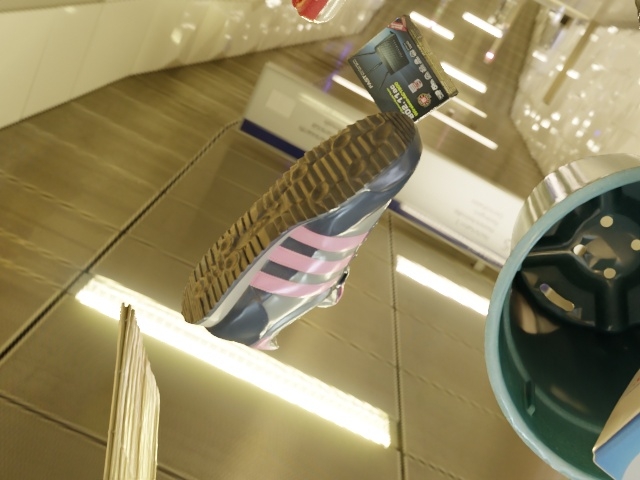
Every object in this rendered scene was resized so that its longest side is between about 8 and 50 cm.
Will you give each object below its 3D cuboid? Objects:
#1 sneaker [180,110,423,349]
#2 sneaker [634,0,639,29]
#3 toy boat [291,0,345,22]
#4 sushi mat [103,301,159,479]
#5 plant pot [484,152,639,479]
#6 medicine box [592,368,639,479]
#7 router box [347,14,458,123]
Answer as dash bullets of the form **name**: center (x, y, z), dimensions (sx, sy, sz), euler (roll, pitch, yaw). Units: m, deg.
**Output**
- **sneaker**: center (0.000, 0.000, 0.753), dimensions (0.131, 0.319, 0.112), euler (35, -153, -35)
- **sneaker**: center (0.380, -0.261, 0.443), dimensions (0.169, 0.448, 0.257), euler (38, 158, -23)
- **toy boat**: center (-0.008, -0.472, 1.144), dimensions (0.151, 0.231, 0.151), euler (14, -121, -23)
- **sushi mat**: center (-0.163, 0.210, 0.616), dimensions (0.019, 0.152, 0.317), euler (-6, -142, -6)
- **plant pot**: center (0.355, 0.052, 0.806), dimensions (0.341, 0.341, 0.334), euler (29, -161, 2)
- **medicine box**: center (0.373, 0.130, 0.434), dimensions (0.289, 0.264, 0.149), euler (37, -128, 17)
- **router box**: center (0.105, -0.212, 0.919), dimensions (0.122, 0.092, 0.038), euler (56, -143, -2)
